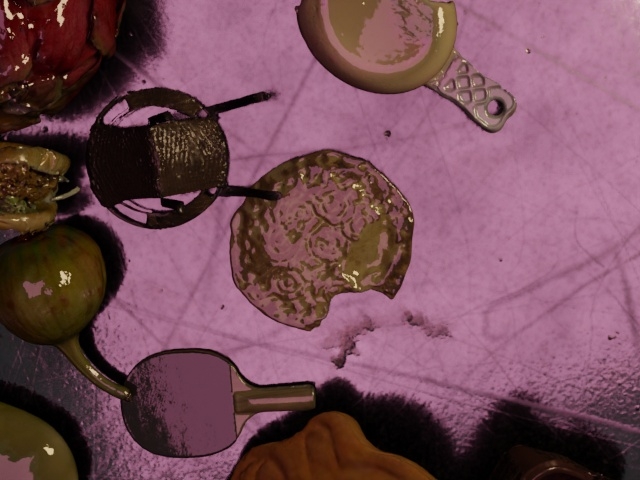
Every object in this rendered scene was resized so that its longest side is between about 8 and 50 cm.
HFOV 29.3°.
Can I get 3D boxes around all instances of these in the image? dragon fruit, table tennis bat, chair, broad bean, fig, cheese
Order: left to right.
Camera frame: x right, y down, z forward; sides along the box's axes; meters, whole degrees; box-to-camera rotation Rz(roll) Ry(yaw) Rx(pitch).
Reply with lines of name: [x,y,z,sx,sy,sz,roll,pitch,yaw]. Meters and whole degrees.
broad bean: [-0.434,0.288,1.526,0.263,0.121,0.189,7,93,-13]
dragon fruit: [-0.370,-0.275,1.347,0.329,0.329,0.329,0,98,3]
fig: [-0.307,0.100,1.495,0.149,0.149,0.245,-21,111,5]
chair: [-0.175,-0.098,1.465,0.213,0.149,0.174,2,102,47]
table tennis bat: [-0.129,0.203,1.536,0.246,0.022,0.138,-5,97,4]
cheese: [0.109,-0.229,1.441,0.286,0.082,0.163,34,98,-5]

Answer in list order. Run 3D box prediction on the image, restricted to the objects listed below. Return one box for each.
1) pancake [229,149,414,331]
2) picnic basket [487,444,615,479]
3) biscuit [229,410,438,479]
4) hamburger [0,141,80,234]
pancake: [0.000,0.000,1.499,0.235,0.029,0.212,-15,96,4]
picnic basket: [0.247,0.385,1.467,0.222,0.129,0.297,25,97,-21]
biscuit: [0.002,0.406,1.443,0.365,0.062,0.385,41,107,31]
hamburger: [-0.377,-0.062,1.437,0.185,0.177,0.113,11,89,-18]
